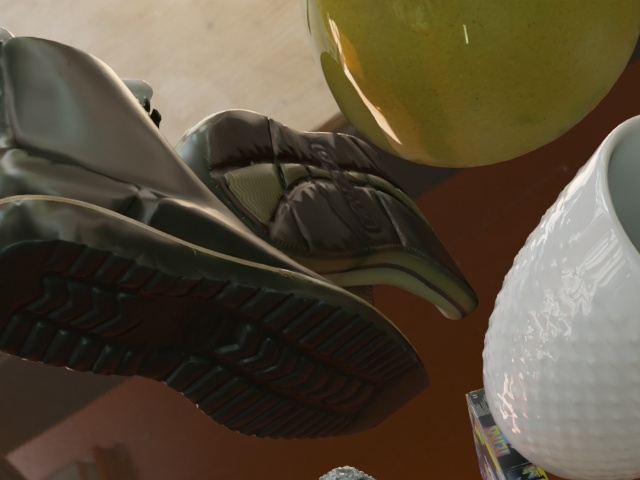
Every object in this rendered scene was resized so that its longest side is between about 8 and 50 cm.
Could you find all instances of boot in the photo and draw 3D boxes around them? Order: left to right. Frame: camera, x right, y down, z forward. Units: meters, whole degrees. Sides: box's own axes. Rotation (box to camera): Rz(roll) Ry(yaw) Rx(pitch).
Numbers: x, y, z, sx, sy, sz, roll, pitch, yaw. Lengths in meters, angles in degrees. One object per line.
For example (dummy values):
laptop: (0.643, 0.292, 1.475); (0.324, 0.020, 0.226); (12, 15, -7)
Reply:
boot: (-0.047, -0.007, 0.429); (0.077, 0.198, 0.137); (-42, 42, 22)

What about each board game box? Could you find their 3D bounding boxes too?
board game box: (0.220, 0.273, 1.245); (0.048, 0.141, 0.170); (-15, 34, -3)

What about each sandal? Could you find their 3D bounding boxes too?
sandal: (-0.001, -0.001, 0.635); (0.086, 0.303, 0.120); (-41, 63, 20)

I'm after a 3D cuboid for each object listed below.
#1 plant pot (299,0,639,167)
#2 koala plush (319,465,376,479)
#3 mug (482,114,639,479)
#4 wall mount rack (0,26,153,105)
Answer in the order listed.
plant pot: (0.043, -0.105, 0.396); (0.134, 0.095, 0.134); (-7, 71, 22)
koala plush: (0.087, 0.352, 1.023); (0.221, 0.203, 0.196); (31, 95, 40)
mug: (0.342, 0.117, 1.047); (0.374, 0.328, 0.276); (43, 48, 12)
wall mount rack: (-0.284, -0.057, 0.653); (0.304, 0.350, 0.130); (-36, 86, 9)
